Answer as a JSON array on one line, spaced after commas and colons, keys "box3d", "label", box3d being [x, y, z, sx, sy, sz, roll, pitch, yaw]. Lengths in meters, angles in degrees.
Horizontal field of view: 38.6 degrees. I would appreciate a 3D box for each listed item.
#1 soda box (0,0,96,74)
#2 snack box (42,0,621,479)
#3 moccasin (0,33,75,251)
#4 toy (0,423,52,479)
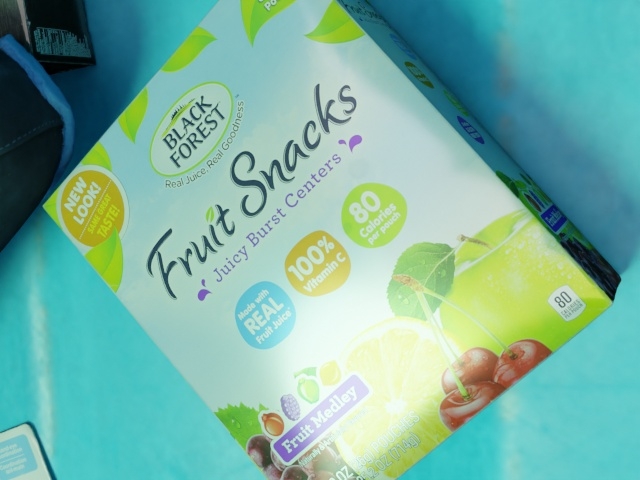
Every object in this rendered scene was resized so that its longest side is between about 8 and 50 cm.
[{"box3d": [-0.167, -0.168, 0.465, 0.060, 0.053, 0.169, -7, 95, 20], "label": "soda box"}, {"box3d": [0.000, 0.000, 0.421, 0.174, 0.070, 0.207, -45, 80, 20], "label": "snack box"}, {"box3d": [-0.263, 0.028, 0.444, 0.137, 0.117, 0.342, 41, 111, 4], "label": "moccasin"}, {"box3d": [-0.191, 0.243, 0.531, 0.136, 0.056, 0.237, -22, 90, 20], "label": "toy"}]
